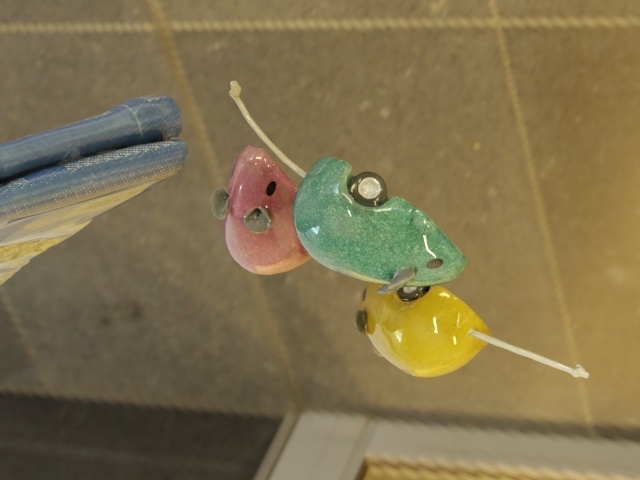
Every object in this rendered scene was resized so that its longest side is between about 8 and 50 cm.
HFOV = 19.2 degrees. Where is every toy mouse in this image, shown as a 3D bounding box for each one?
[{"bbox_3d":[0.000,0.000,0.679,0.161,0.031,0.143,18,156,47],"label":"toy mouse"}]

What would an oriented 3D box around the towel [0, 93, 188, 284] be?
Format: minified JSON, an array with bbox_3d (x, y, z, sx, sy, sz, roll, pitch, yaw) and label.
[{"bbox_3d":[-0.192,0.019,0.681,0.285,0.209,0.034,-25,84,55],"label":"towel"}]
